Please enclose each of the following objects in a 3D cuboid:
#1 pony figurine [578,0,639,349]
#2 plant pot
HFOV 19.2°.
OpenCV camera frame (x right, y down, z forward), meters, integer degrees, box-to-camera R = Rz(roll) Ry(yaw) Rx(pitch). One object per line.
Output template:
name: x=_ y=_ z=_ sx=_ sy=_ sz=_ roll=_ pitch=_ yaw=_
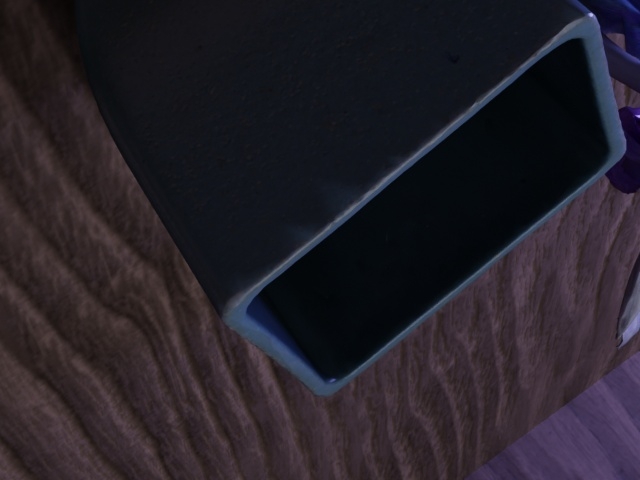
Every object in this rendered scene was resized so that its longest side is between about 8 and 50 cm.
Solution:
pony figurine: x=0.306 y=-0.113 z=1.452 sx=0.303 sy=0.363 sz=0.351 roll=-34 pitch=160 yaw=-15
plant pot: x=-0.002 y=-0.098 z=1.109 sx=0.248 sy=0.252 sz=0.247 roll=-39 pitch=160 yaw=1
